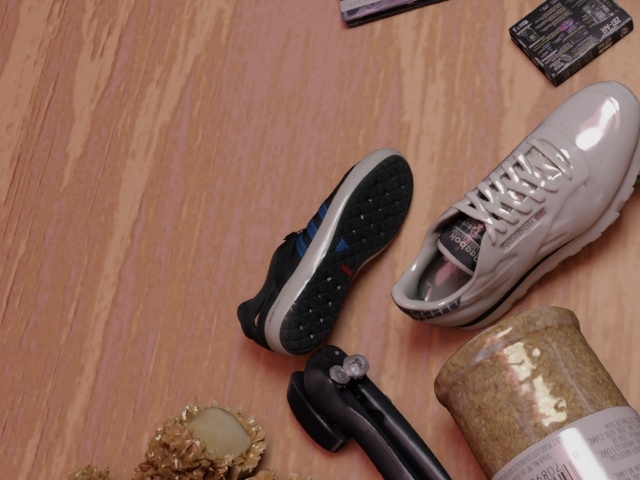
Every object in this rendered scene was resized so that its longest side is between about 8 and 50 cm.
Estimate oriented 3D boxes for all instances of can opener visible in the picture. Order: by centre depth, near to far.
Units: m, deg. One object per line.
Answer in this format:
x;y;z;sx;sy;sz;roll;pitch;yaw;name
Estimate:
0.049;0.154;0.839;0.059;0.073;0.186;-27;57;-36;can opener

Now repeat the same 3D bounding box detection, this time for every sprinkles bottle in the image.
0.207;0.215;0.708;0.121;0.121;0.355;-32;62;6;sprinkles bottle

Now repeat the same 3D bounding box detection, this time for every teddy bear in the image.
-0.148;0.277;0.841;0.245;0.113;0.338;27;73;20;teddy bear

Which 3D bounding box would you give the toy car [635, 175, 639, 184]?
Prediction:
0.299;-0.066;0.826;0.225;0.053;0.239;11;73;25;toy car

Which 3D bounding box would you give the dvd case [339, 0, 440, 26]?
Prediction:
0.088;-0.320;1.028;0.164;0.018;0.221;-13;65;15;dvd case

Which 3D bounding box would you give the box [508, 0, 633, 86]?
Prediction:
0.215;-0.182;0.923;0.083;0.018;0.067;-37;61;3;box

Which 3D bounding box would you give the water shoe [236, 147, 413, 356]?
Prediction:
0.000;0.000;0.900;0.080;0.073;0.203;13;62;46;water shoe

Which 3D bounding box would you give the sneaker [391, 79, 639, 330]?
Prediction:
0.150;-0.023;0.809;0.235;0.095;0.090;-53;54;16;sneaker
